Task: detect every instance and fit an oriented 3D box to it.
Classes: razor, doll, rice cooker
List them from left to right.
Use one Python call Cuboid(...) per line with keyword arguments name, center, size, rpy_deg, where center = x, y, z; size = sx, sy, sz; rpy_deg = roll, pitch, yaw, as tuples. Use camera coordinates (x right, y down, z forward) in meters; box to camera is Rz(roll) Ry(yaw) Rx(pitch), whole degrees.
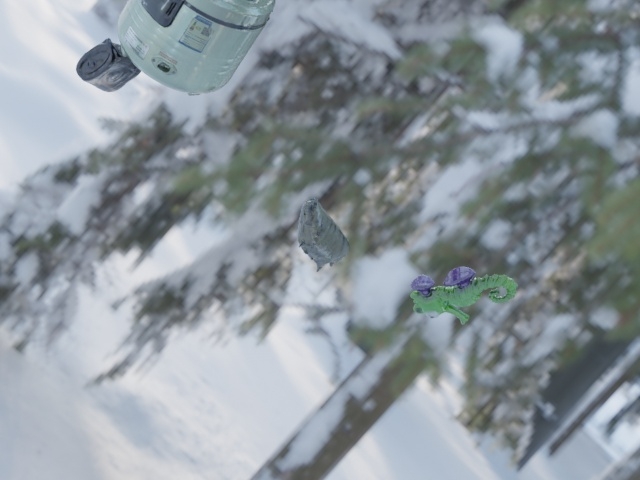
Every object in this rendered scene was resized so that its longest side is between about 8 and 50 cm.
Cuboid(name="razor", center=(-0.365, -0.299, 2.298), size=(0.054, 0.090, 0.148), rpy_deg=(53, 7, 8))
Cuboid(name="rice cooker", center=(-0.202, -0.377, 2.172), size=(0.226, 0.244, 0.226), rpy_deg=(25, 37, -20))
Cuboid(name="doll", center=(0.237, 0.091, 2.243), size=(0.115, 0.190, 0.050), rpy_deg=(48, 38, -36))

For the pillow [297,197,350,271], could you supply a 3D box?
Cuboid(name="pillow", center=(-0.001, 0.000, 2.542), size=(0.051, 0.093, 0.241), rpy_deg=(21, -14, 24))
